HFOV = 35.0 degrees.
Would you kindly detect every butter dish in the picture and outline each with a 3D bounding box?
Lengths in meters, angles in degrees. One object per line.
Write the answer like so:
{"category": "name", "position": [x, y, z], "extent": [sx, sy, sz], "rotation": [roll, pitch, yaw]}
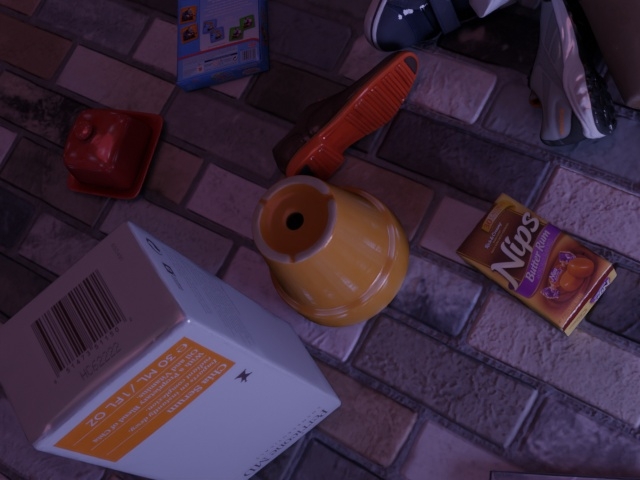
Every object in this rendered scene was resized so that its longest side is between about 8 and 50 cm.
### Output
{"category": "butter dish", "position": [-0.368, -0.163, 1.698], "extent": [0.160, 0.118, 0.160], "rotation": [10, 76, 26]}

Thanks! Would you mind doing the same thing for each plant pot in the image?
{"category": "plant pot", "position": [0.457, -0.300, 1.331], "extent": [0.263, 0.263, 0.229], "rotation": [-9, 84, 20]}
{"category": "plant pot", "position": [0.000, 0.000, 1.432], "extent": [0.205, 0.188, 0.205], "rotation": [-8, 67, 21]}

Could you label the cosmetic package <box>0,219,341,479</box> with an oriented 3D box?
{"category": "cosmetic package", "position": [-0.176, 0.173, 1.291], "extent": [0.230, 0.453, 0.161], "rotation": [-40, 60, 6]}

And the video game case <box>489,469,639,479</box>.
{"category": "video game case", "position": [0.337, 0.385, 1.232], "extent": [0.274, 0.026, 0.196], "rotation": [-2, 70, 24]}

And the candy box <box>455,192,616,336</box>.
{"category": "candy box", "position": [0.289, 0.031, 1.373], "extent": [0.186, 0.053, 0.109], "rotation": [37, 89, 32]}

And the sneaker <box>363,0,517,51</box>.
{"category": "sneaker", "position": [0.212, -0.390, 1.524], "extent": [0.321, 0.126, 0.127], "rotation": [-44, 54, 1]}

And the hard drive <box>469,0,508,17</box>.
{"category": "hard drive", "position": [0.354, -0.435, 1.393], "extent": [0.307, 0.203, 0.040], "rotation": [-34, 82, -9]}

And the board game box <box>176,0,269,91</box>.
{"category": "board game box", "position": [-0.168, -0.371, 1.735], "extent": [0.160, 0.039, 0.211], "rotation": [-11, 67, 20]}

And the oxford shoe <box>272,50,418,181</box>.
{"category": "oxford shoe", "position": [0.032, -0.202, 1.552], "extent": [0.271, 0.097, 0.098], "rotation": [-43, 54, 4]}

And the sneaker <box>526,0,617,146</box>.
{"category": "sneaker", "position": [0.335, -0.256, 1.437], "extent": [0.108, 0.100, 0.271], "rotation": [-22, 58, 34]}
